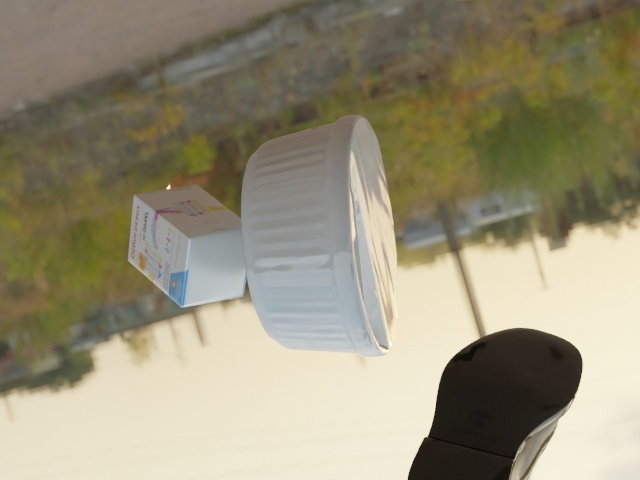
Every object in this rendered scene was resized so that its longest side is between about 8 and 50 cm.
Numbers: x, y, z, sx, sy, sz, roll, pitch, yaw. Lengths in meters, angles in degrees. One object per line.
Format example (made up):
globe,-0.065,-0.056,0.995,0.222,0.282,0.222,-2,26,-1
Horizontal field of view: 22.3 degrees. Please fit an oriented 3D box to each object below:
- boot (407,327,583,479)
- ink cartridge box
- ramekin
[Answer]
boot,0.145,0.184,1.412,0.112,0.115,0.305,16,-144,19
ink cartridge box,-0.158,0.001,1.897,0.090,0.092,0.143,-11,-149,-36
ramekin,0.000,0.000,1.795,0.127,0.273,0.273,-6,-178,11
